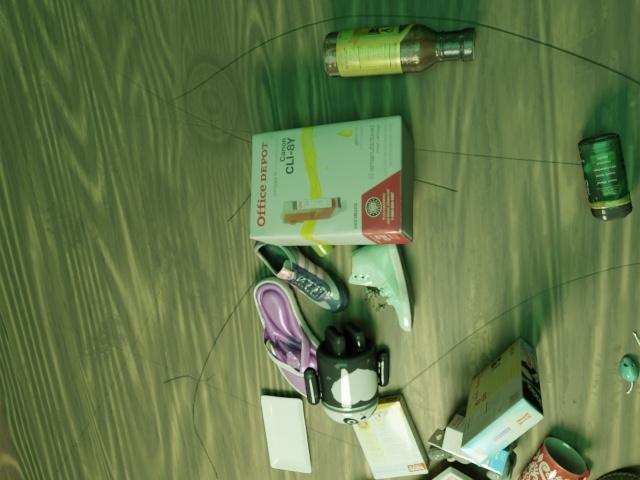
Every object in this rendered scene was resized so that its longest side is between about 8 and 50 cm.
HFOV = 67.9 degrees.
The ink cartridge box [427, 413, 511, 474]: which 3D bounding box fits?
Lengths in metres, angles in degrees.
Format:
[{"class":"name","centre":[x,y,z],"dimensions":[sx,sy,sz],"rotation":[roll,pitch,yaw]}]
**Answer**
[{"class":"ink cartridge box","centre":[0.365,0.485,1.158],"dimensions":[0.180,0.104,0.060],"rotation":[15,96,27]}]

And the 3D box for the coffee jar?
[{"class":"coffee jar","centre":[0.624,-0.137,1.042],"dimensions":[0.079,0.096,0.184],"rotation":[-12,99,25]}]

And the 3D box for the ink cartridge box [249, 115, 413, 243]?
[{"class":"ink cartridge box","centre":[0.026,-0.132,1.182],"dimensions":[0.385,0.160,0.278],"rotation":[-2,82,21]}]

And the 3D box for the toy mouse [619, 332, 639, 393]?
[{"class":"toy mouse","centre":[0.784,0.323,1.141],"dimensions":[0.161,0.031,0.143],"rotation":[32,112,10]}]

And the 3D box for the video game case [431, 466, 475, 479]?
[{"class":"video game case","centre":[0.367,0.777,1.376],"dimensions":[0.204,0.025,0.285],"rotation":[32,120,-7]}]

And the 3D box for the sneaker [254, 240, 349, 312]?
[{"class":"sneaker","centre":[-0.062,0.102,1.335],"dimensions":[0.319,0.131,0.112],"rotation":[40,113,6]}]

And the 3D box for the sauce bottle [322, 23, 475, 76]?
[{"class":"sauce bottle","centre":[0.182,-0.447,1.116],"dimensions":[0.345,0.111,0.111],"rotation":[3,105,17]}]

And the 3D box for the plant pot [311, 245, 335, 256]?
[{"class":"plant pot","centre":[0.000,0.000,1.321],"dimensions":[0.083,0.083,0.079],"rotation":[-25,106,24]}]

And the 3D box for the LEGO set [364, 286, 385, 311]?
[{"class":"LEGO set","centre":[0.151,0.161,1.337],"dimensions":[0.054,0.023,0.083],"rotation":[-6,115,24]}]

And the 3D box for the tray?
[{"class":"tray","centre":[-0.107,0.625,1.546],"dimensions":[0.145,0.030,0.270],"rotation":[-1,104,21]}]

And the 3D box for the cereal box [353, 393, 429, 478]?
[{"class":"cereal box","centre":[0.202,0.587,1.414],"dimensions":[0.173,0.047,0.240],"rotation":[-19,97,23]}]

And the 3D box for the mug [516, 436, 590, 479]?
[{"class":"mug","centre":[0.612,0.628,1.245],"dimensions":[0.150,0.113,0.169],"rotation":[29,115,13]}]

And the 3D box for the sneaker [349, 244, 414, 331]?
[{"class":"sneaker","centre":[0.162,0.128,1.280],"dimensions":[0.151,0.094,0.255],"rotation":[-15,89,17]}]

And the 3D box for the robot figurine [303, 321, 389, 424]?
[{"class":"robot figurine","centre":[0.078,0.376,1.334],"dimensions":[0.209,0.173,0.277],"rotation":[0,104,20]}]

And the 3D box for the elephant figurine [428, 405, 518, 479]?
[{"class":"elephant figurine","centre":[0.396,0.541,1.285],"dimensions":[0.240,0.169,0.185],"rotation":[7,77,34]}]

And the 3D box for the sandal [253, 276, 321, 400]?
[{"class":"sandal","centre":[-0.098,0.312,1.420],"dimensions":[0.170,0.102,0.416],"rotation":[-26,94,24]}]

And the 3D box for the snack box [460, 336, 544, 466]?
[{"class":"snack box","centre":[0.429,0.365,1.122],"dimensions":[0.060,0.322,0.187],"rotation":[42,114,8]}]

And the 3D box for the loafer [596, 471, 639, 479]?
[{"class":"loafer","centre":[0.734,0.685,1.225],"dimensions":[0.092,0.102,0.268],"rotation":[48,123,1]}]
